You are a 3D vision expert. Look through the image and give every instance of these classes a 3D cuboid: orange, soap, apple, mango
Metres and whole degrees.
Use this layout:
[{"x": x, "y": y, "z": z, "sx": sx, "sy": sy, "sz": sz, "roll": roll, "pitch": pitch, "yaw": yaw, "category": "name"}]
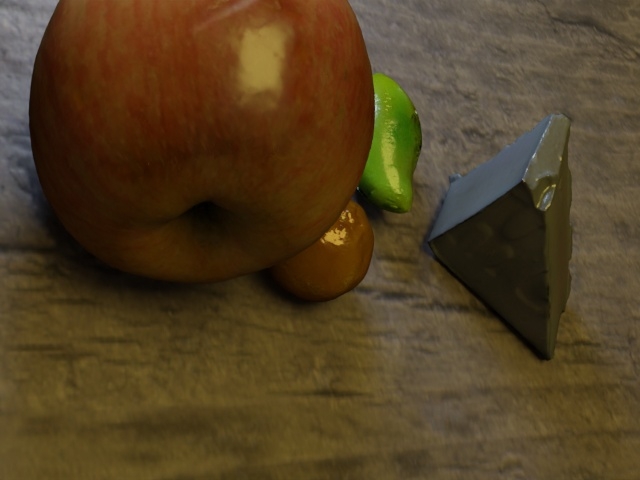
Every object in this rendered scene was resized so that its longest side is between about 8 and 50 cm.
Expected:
[{"x": 0.000, "y": 0.000, "z": 1.155, "sx": 0.159, "sy": 0.136, "sz": 0.159, "roll": 17, "pitch": 55, "yaw": -25, "category": "orange"}, {"x": 0.338, "y": 0.002, "z": 1.297, "sx": 0.302, "sy": 0.258, "sz": 0.159, "roll": 40, "pitch": 49, "yaw": -10, "category": "soap"}, {"x": -0.131, "y": -0.140, "z": 0.987, "sx": 0.391, "sy": 0.391, "sz": 0.347, "roll": 6, "pitch": 59, "yaw": -31, "category": "apple"}, {"x": 0.096, "y": -0.141, "z": 1.310, "sx": 0.125, "sy": 0.111, "sz": 0.233, "roll": 1, "pitch": 63, "yaw": -26, "category": "mango"}]
